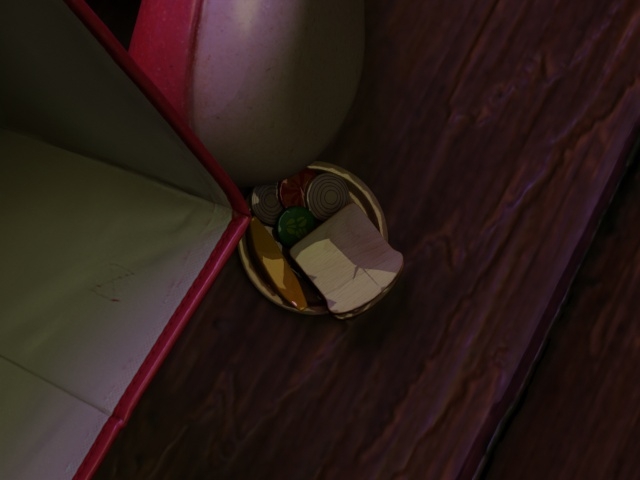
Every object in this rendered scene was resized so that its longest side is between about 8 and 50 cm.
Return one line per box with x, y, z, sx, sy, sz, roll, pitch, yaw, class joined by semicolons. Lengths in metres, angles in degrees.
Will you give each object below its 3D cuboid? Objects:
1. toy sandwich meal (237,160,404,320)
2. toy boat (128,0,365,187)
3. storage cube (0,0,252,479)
0.000;0.000;0.592;0.085;0.029;0.085;2;82;-14;toy sandwich meal
-0.064;-0.137;0.555;0.151;0.151;0.231;-2;81;16;toy boat
-0.176;-0.006;0.401;0.193;0.215;0.183;20;71;32;storage cube
